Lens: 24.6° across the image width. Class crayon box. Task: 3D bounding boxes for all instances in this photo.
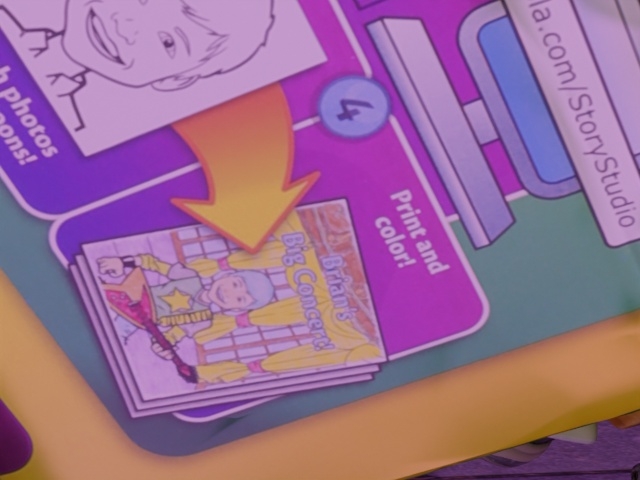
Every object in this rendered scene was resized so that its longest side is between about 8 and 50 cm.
[{"bbox_3d":[-0.013,-0.096,0.397,0.313,0.106,0.363,-20,123,14],"label":"crayon box"}]

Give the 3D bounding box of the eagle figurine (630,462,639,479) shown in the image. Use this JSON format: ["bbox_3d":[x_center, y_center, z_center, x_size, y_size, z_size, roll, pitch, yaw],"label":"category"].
[{"bbox_3d":[0.247,0.103,0.893,0.225,0.298,0.226,-12,147,33],"label":"eagle figurine"}]

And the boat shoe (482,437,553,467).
[{"bbox_3d":[0.092,0.048,1.043,0.130,0.132,0.355,-35,141,22],"label":"boat shoe"}]

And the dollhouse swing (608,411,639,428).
[{"bbox_3d":[0.252,-0.104,0.673,0.315,0.305,0.347,49,156,5],"label":"dollhouse swing"}]

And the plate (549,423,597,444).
[{"bbox_3d":[0.000,0.000,0.828,0.278,0.045,0.277,15,-158,-21],"label":"plate"}]
